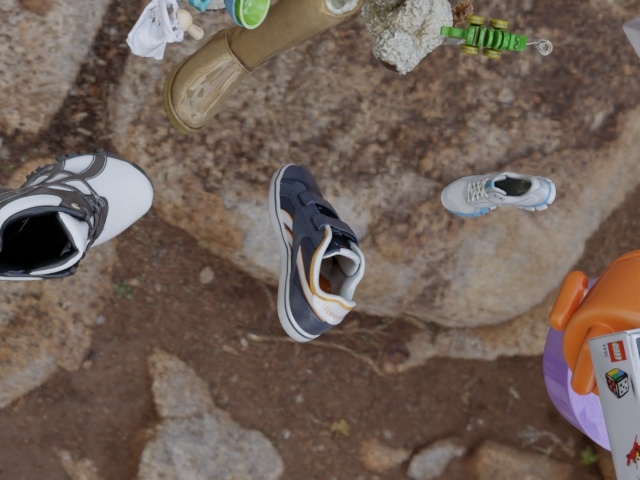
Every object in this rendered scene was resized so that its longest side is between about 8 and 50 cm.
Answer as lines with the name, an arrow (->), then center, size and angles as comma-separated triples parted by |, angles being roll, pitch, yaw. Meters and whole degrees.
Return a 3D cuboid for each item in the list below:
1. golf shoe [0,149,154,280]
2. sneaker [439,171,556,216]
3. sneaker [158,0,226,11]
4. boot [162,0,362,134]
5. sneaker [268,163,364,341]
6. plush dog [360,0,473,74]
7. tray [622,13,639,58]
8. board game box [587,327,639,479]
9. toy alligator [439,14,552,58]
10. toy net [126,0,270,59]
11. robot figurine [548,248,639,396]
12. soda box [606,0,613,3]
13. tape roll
golf shoe -> -0.171, -0.007, 0.640 | 0.198, 0.094, 0.077 | -16, 129, -52
sneaker -> 0.274, -0.084, 1.573 | 0.083, 0.191, 0.071 | 20, 68, -56
sneaker -> -0.199, -0.445, 1.563 | 0.110, 0.283, 0.122 | -56, 138, -30
boot -> -0.082, -0.276, 1.370 | 0.089, 0.269, 0.236 | 47, 44, -28
sneaker -> 0.000, 0.000, 1.587 | 0.126, 0.127, 0.321 | 24, 48, -43
plush dog -> 0.162, -0.479, 1.869 | 0.225, 0.211, 0.262 | 59, 13, -33
tray -> 0.523, -0.206, 1.394 | 0.030, 0.145, 0.270 | -30, 92, 5
board game box -> 0.357, 0.226, 0.895 | 0.193, 0.053, 0.305 | -3, 79, -34
toy alligator -> 0.275, -0.302, 1.473 | 0.190, 0.051, 0.056 | 6, 107, -15
toy net -> -0.143, -0.292, 1.186 | 0.232, 0.045, 0.122 | -43, 148, -43
robot figurine -> 0.340, 0.089, 1.049 | 0.219, 0.158, 0.128 | -39, 105, -44
soda box -> 0.304, -0.313, 0.926 | 0.058, 0.061, 0.181 | -47, 171, -25
tape roll -> 0.486, 0.187, 1.499 | 0.275, 0.090, 0.274 | -2, 101, -11
